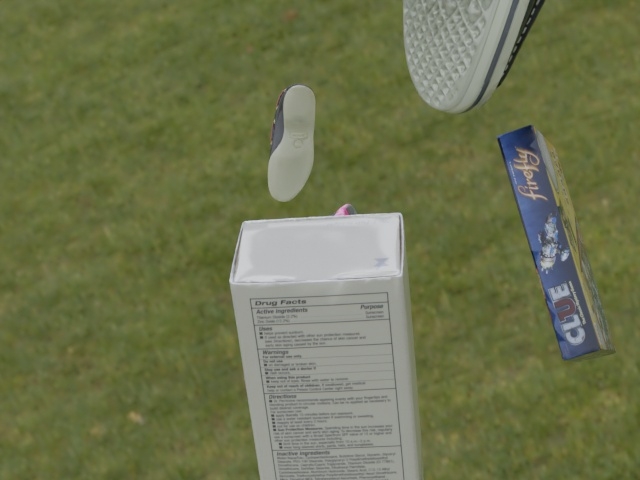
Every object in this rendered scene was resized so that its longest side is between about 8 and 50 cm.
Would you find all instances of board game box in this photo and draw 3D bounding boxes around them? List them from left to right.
[{"bbox_3d":[0.255,0.008,1.659,0.042,0.243,0.165,-18,-10,14],"label":"board game box"}]

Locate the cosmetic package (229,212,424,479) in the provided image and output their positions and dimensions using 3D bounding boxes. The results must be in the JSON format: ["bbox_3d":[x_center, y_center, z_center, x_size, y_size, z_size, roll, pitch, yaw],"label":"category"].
[{"bbox_3d":[0.013,0.134,1.486,0.160,0.309,0.113,-2,32,5],"label":"cosmetic package"}]

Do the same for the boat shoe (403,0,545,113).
[{"bbox_3d":[0.211,-0.350,1.428,0.156,0.500,0.187,9,14,-32],"label":"boat shoe"}]

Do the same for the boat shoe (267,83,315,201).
[{"bbox_3d":[-0.032,-0.110,1.731,0.049,0.133,0.042,7,10,-10],"label":"boat shoe"}]

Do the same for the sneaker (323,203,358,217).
[{"bbox_3d":[0.000,0.000,1.834,0.057,0.047,0.119,-11,19,36],"label":"sneaker"}]
